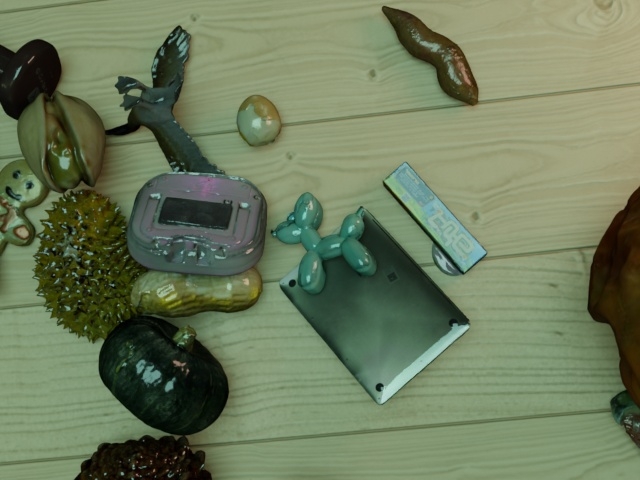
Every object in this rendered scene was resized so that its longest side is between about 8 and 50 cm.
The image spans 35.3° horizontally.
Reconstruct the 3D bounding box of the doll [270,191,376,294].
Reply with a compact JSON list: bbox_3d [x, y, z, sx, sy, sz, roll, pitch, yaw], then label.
[{"bbox_3d":[0.000,0.000,1.564,0.159,0.059,0.158,-14,68,17],"label":"doll"}]

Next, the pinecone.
[{"bbox_3d":[-0.256,0.397,1.495,0.221,0.221,0.221,-1,84,6],"label":"pinecone"}]

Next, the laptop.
[{"bbox_3d":[0.077,0.096,1.544,0.187,0.015,0.269,-42,64,1],"label":"laptop"}]

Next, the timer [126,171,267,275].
[{"bbox_3d":[-0.187,-0.029,1.546,0.208,0.069,0.190,5,42,-2],"label":"timer"}]

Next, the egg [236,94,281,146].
[{"bbox_3d":[-0.100,-0.192,1.605,0.071,0.071,0.083,-19,79,3],"label":"egg"}]

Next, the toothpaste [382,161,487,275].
[{"bbox_3d":[0.170,-0.028,1.573,0.070,0.044,0.193,-41,81,0],"label":"toothpaste"}]

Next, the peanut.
[{"bbox_3d":[-0.189,0.073,1.550,0.207,0.087,0.087,-4,83,-22],"label":"peanut"}]

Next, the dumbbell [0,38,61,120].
[{"bbox_3d":[-0.542,-0.299,1.626,0.225,0.140,0.124,28,68,9],"label":"dumbbell"}]

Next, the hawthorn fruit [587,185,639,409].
[{"bbox_3d":[0.584,0.060,1.331,0.472,0.472,0.471,-1,84,6],"label":"hawthorn fruit"}]

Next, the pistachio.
[{"bbox_3d":[-0.402,-0.152,1.576,0.144,0.144,0.215,-27,41,2],"label":"pistachio"}]

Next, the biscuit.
[{"bbox_3d":[-0.538,-0.039,1.652,0.153,0.030,0.234,44,90,7],"label":"biscuit"}]

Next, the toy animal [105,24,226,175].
[{"bbox_3d":[-0.275,-0.216,1.598,0.197,0.160,0.272,-11,76,6],"label":"toy animal"}]

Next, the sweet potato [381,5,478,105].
[{"bbox_3d":[0.180,-0.302,1.599,0.065,0.051,0.218,-41,82,2],"label":"sweet potato"}]

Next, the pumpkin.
[{"bbox_3d":[-0.233,0.195,1.506,0.211,0.211,0.152,37,80,8],"label":"pumpkin"}]

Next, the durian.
[{"bbox_3d":[-0.371,0.044,1.579,0.183,0.138,0.249,-24,88,-6],"label":"durian"}]

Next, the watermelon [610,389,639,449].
[{"bbox_3d":[0.530,0.281,1.495,0.187,0.071,0.139,-1,88,5],"label":"watermelon"}]
